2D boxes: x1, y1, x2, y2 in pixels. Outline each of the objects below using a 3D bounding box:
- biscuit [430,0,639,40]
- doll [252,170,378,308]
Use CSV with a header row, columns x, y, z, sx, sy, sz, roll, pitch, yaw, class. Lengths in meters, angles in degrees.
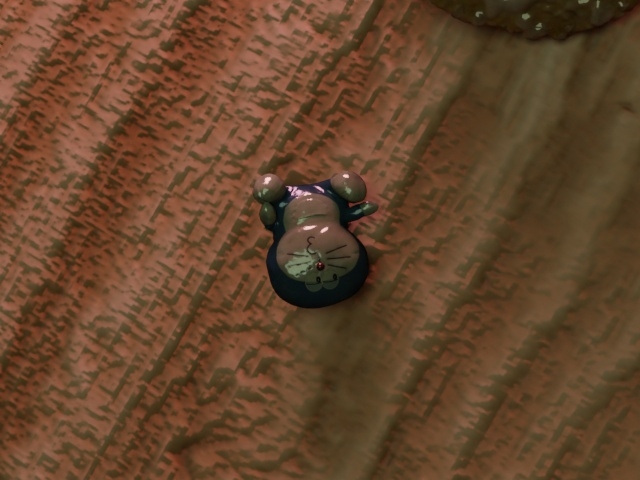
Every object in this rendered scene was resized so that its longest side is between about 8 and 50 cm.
x,y,z,sx,sy,sz,roll,pitch,yaw,class
0.129,-0.224,0.852,0.220,0.033,0.219,4,113,9,biscuit
0.000,0.000,0.896,0.076,0.050,0.083,-7,77,-1,doll
